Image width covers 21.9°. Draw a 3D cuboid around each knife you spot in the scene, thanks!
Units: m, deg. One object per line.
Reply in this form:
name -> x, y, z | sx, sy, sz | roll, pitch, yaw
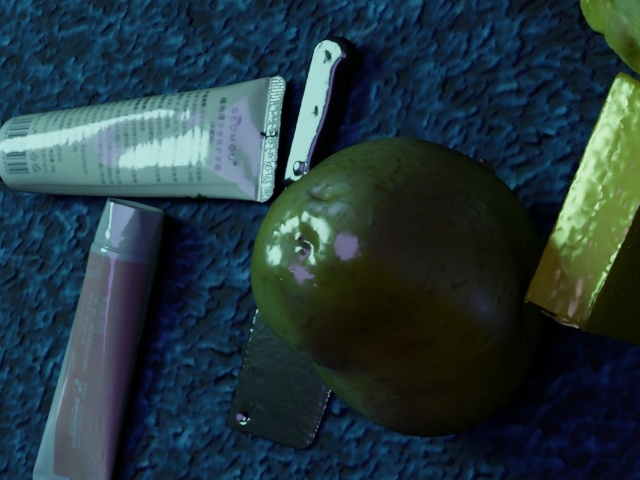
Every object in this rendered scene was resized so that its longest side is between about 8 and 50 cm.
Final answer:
knife -> 0.000, 0.000, 0.981 | 0.072, 0.019, 0.245 | 12, 90, 33

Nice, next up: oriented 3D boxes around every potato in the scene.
potato -> 0.035, 0.018, 0.844 | 0.157, 0.194, 0.157 | -7, 76, 28

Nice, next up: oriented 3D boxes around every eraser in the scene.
eraser -> 0.159, -0.011, 0.819 | 0.045, 0.097, 0.122 | 28, 98, 36

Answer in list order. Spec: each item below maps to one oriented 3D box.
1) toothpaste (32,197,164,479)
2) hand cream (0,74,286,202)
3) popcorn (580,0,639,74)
toothpaste -> -0.138, 0.072, 1.051 | 0.067, 0.043, 0.194 | 18, 97, 34
hand cream -> -0.124, -0.061, 1.066 | 0.234, 0.050, 0.080 | -1, 79, 31
popcorn -> 0.199, -0.190, 0.769 | 0.266, 0.192, 0.233 | 4, 82, 31
